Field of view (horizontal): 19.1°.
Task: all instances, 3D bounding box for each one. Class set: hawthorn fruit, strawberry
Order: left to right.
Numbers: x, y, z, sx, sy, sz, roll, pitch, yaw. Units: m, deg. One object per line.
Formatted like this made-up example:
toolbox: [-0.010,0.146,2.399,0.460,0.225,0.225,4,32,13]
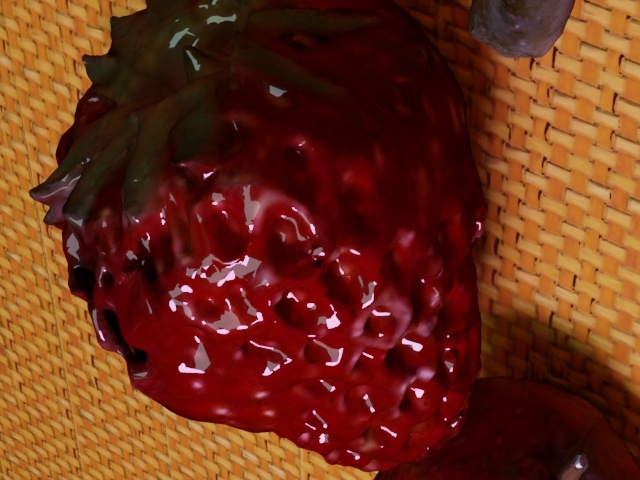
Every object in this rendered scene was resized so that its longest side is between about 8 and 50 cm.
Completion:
strawberry: [0.000,0.000,1.240,0.345,0.295,0.317,44,180,-31]
hawthorn fruit: [0.144,0.202,1.358,0.215,0.215,0.250,42,143,3]

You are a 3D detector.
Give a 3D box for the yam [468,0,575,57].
yam: [0.149,-0.215,1.036,0.067,0.071,0.317,7,144,-11]
